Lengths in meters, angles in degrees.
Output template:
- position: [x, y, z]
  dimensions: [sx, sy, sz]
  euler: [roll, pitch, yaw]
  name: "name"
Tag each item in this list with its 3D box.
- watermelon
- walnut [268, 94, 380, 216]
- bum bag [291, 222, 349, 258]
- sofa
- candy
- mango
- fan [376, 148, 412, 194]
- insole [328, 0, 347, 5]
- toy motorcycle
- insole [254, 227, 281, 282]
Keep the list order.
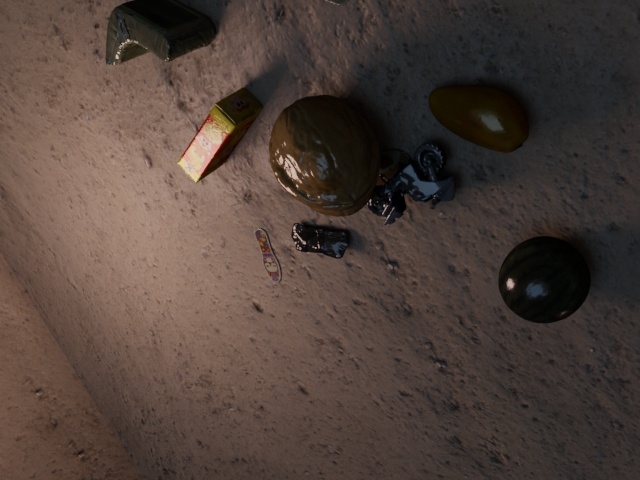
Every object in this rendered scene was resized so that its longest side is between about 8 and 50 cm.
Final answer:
- position: [0.529, 0.096, 1.776]
  dimensions: [0.212, 0.212, 0.212]
  euler: [17, 127, 25]
  name: "watermelon"
- position: [0.017, -0.210, 1.877]
  dimensions: [0.313, 0.252, 0.277]
  euler: [57, 147, 27]
  name: "walnut"
- position: [0.000, 0.000, 2.181]
  dimensions: [0.197, 0.049, 0.087]
  euler: [9, 99, 30]
  name: "bum bag"
- position: [-0.436, -0.537, 2.020]
  dimensions: [0.225, 0.210, 0.176]
  euler: [30, 129, 14]
  name: "sofa"
- position: [-0.288, -0.296, 2.118]
  dimensions: [0.088, 0.146, 0.276]
  euler: [46, 135, 1]
  name: "candy"
- position: [0.361, -0.292, 1.705]
  dimensions: [0.253, 0.113, 0.138]
  euler: [29, 135, 25]
  name: "mango"
- position: [0.168, -0.208, 1.957]
  dimensions: [0.152, 0.008, 0.227]
  euler: [-29, 100, 42]
  name: "fan"
- position: [-0.029, -0.637, 1.817]
  dimensions: [0.232, 0.003, 0.080]
  euler: [32, 131, 13]
  name: "insole"
- position: [0.239, -0.127, 1.893]
  dimensions: [0.159, 0.106, 0.270]
  euler: [48, 128, 1]
  name: "toy motorcycle"
- position: [-0.165, 0.048, 2.350]
  dimensions: [0.065, 0.004, 0.197]
  euler: [1, 119, 34]
  name: "insole"
